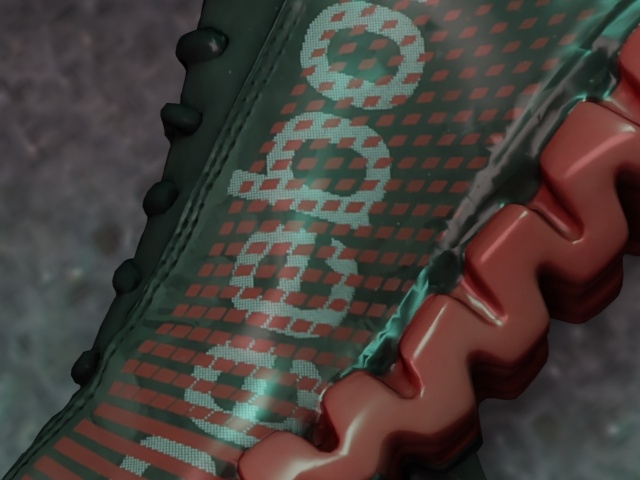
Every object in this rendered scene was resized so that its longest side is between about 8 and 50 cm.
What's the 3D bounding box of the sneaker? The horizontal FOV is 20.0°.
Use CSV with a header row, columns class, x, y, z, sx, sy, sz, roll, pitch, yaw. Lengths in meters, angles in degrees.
class,x,y,z,sx,sy,sz,roll,pitch,yaw
sneaker,0.000,0.000,0.414,0.276,0.097,0.135,-44,76,-7
